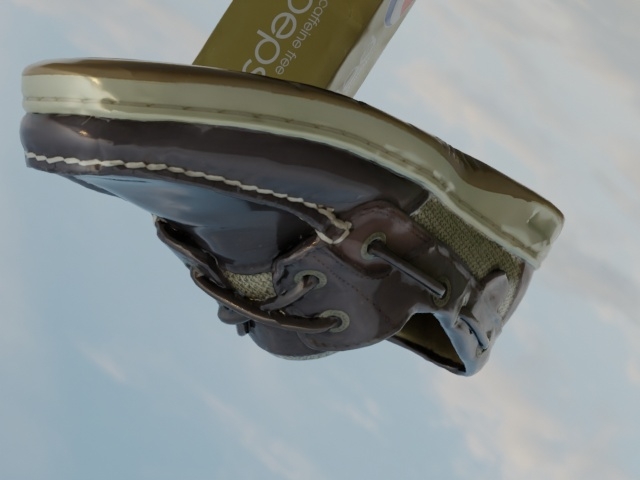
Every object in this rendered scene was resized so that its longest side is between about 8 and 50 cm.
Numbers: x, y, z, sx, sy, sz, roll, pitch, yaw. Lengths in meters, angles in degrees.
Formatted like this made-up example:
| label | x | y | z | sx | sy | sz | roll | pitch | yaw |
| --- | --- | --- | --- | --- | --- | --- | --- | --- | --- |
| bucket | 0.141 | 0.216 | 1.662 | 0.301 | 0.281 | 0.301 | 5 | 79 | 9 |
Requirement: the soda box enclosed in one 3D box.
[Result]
| label | x | y | z | sx | sy | sz | roll | pitch | yaw |
| --- | --- | --- | --- | --- | --- | --- | --- | --- | --- |
| soda box | 0.000 | -0.101 | 0.694 | 0.058 | 0.181 | 0.061 | 32 | 180 | 10 |

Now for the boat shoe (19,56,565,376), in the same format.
| label | x | y | z | sx | sy | sz | roll | pitch | yaw |
| --- | --- | --- | --- | --- | --- | --- | --- | --- | --- |
| boat shoe | 0.000 | 0.000 | 0.591 | 0.103 | 0.092 | 0.285 | 9 | 176 | 35 |
